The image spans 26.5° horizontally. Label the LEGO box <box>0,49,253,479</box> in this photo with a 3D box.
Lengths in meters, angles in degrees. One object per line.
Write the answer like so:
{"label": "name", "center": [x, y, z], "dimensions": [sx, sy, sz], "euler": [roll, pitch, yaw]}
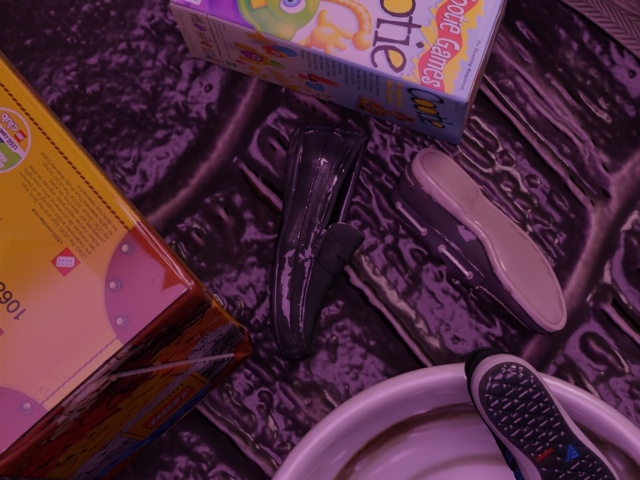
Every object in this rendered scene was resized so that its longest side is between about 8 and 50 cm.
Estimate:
{"label": "LEGO box", "center": [-0.301, -0.053, 1.117], "dimensions": [0.193, 0.372, 0.500], "euler": [-41, 79, -5]}

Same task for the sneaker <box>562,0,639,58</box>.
{"label": "sneaker", "center": [0.297, -0.280, 1.260], "dimensions": [0.350, 0.131, 0.148], "euler": [43, 77, 4]}

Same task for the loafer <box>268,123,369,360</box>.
{"label": "loafer", "center": [0.000, 0.000, 1.238], "dimensions": [0.078, 0.076, 0.223], "euler": [4, 75, 12]}

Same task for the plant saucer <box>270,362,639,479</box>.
{"label": "plant saucer", "center": [0.132, 0.309, 1.159], "dimensions": [0.400, 0.100, 0.401], "euler": [-1, 79, 4]}

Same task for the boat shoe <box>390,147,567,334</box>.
{"label": "boat shoe", "center": [0.144, 0.010, 1.248], "dimensions": [0.206, 0.075, 0.065], "euler": [50, 128, 5]}

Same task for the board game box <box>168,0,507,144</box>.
{"label": "board game box", "center": [0.023, -0.212, 1.245], "dimensions": [0.275, 0.144, 0.142], "euler": [19, 80, 6]}

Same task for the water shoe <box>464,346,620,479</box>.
{"label": "water shoe", "center": [0.185, 0.170, 1.099], "dimensions": [0.073, 0.080, 0.203], "euler": [-29, 104, 0]}
